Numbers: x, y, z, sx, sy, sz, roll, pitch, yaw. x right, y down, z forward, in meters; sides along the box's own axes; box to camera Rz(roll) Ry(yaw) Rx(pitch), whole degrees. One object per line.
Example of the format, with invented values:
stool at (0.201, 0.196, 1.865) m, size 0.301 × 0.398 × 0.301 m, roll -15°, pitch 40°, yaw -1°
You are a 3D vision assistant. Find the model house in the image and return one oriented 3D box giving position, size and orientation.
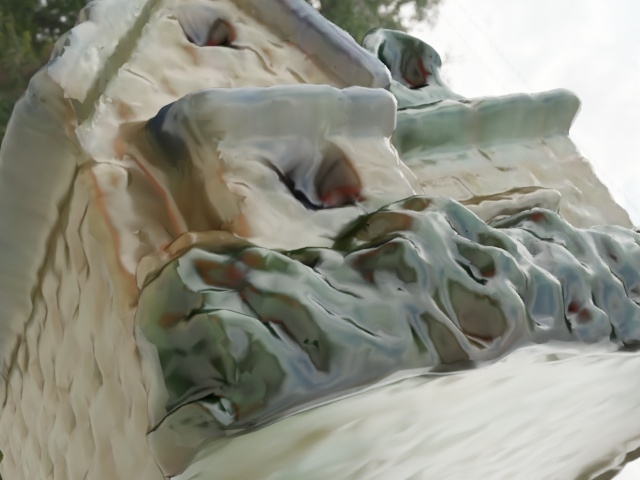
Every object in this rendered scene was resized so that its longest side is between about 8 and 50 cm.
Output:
model house at (0.000, 0.000, 0.645) m, size 0.400 × 0.445 × 0.395 m, roll 63°, pitch -35°, yaw 30°
